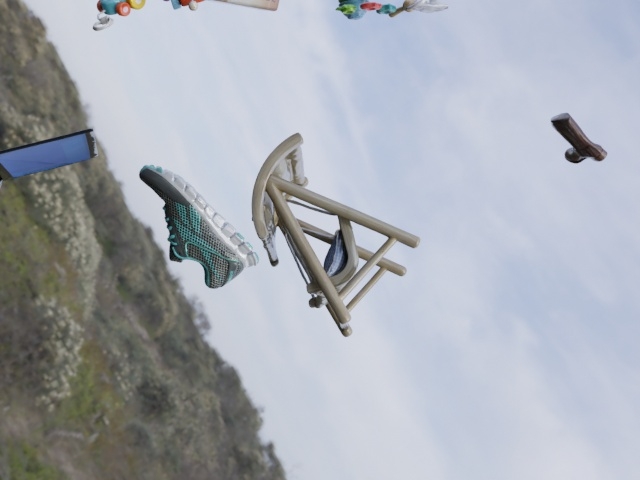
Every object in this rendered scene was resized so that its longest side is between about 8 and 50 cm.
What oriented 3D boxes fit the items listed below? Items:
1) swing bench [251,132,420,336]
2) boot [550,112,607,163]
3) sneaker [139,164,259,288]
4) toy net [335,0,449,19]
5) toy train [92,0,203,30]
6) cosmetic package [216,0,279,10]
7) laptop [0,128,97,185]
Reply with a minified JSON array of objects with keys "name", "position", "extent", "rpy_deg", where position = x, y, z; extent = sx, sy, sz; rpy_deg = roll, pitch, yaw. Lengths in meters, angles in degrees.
[{"name":"swing bench","position":[0.000,0.000,1.328],"extent":[0.255,0.165,0.253],"rpy_deg":[42,-7,9]},{"name":"boot","position":[0.425,-0.179,1.471],"extent":[0.114,0.037,0.106],"rpy_deg":[35,-10,-21]},{"name":"sneaker","position":[-0.148,-0.012,0.948],"extent":[0.166,0.076,0.065],"rpy_deg":[45,-6,-8]},{"name":"toy net","position":[0.150,-0.497,1.776],"extent":[0.122,0.232,0.045],"rpy_deg":[-13,100,-82]},{"name":"toy train","position":[-0.224,-0.328,1.121],"extent":[0.125,0.166,0.046],"rpy_deg":[-102,178,-56]},{"name":"cosmetic package","position":[-0.205,-0.437,1.258],"extent":[0.129,0.296,0.153],"rpy_deg":[26,-67,48]},{"name":"laptop","position":[-0.441,-0.046,1.254],"extent":[0.137,0.264,0.234],"rpy_deg":[20,-8,-10]}]
